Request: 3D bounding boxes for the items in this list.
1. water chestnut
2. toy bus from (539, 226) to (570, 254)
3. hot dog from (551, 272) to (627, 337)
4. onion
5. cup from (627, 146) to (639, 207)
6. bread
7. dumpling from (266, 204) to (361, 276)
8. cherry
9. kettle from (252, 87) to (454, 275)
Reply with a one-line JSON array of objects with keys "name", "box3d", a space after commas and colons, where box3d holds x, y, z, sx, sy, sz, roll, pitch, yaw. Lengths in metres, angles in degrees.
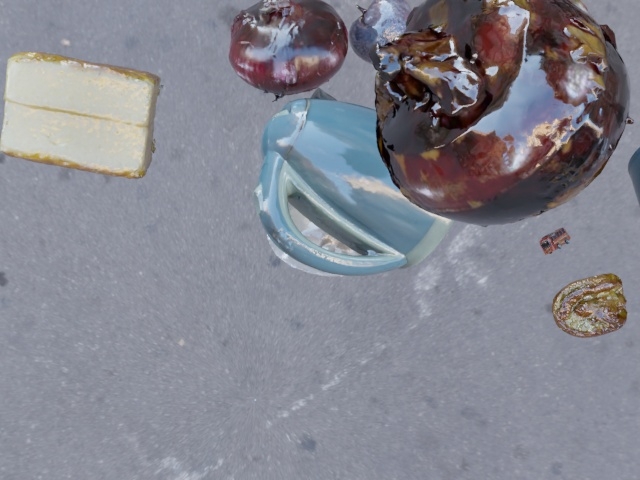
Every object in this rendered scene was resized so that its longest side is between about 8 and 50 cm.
[{"name": "water chestnut", "box3d": [0.165, -0.161, 0.727, 0.300, 0.300, 0.299, 1, 77, -5]}, {"name": "toy bus", "box3d": [0.544, 0.000, 1.555, 0.110, 0.031, 0.043, -20, 79, -49]}, {"name": "hot dog", "box3d": [0.457, 0.107, 1.123, 0.147, 0.065, 0.099, -9, 90, -24]}, {"name": "onion", "box3d": [-0.078, -0.506, 1.673, 0.314, 0.232, 0.313, 0, 48, 0]}, {"name": "cup", "box3d": [0.759, -0.037, 1.341, 0.242, 0.308, 0.292, 4, 60, -9]}, {"name": "bread", "box3d": [-0.461, -0.251, 1.323, 0.279, 0.279, 0.207, 10, 102, -10]}, {"name": "dumpling", "box3d": [0.007, -0.016, 1.610, 0.293, 0.204, 0.163, 23, 102, 6]}, {"name": "cherry", "box3d": [0.176, -0.560, 1.819, 0.195, 0.195, 0.195, 1, 77, -5]}, {"name": "kettle", "box3d": [0.045, -0.094, 1.179, 0.342, 0.247, 0.319, 24, 65, -19]}]
